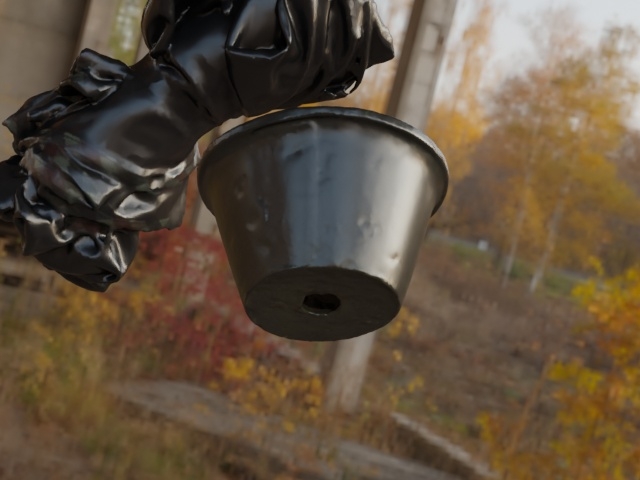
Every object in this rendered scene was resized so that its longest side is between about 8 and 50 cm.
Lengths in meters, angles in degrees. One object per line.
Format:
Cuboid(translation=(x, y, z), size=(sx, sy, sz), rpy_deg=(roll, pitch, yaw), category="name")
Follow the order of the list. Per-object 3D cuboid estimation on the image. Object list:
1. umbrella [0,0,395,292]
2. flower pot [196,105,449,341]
Cuboid(translation=(-0.067, -0.091, 0.709), size=(0.122, 0.272, 0.110), rpy_deg=(51, 8, -4), category="umbrella")
Cuboid(translation=(0.000, 0.000, 1.330), size=(0.269, 0.166, 0.269), rpy_deg=(2, -30, 1), category="flower pot")
